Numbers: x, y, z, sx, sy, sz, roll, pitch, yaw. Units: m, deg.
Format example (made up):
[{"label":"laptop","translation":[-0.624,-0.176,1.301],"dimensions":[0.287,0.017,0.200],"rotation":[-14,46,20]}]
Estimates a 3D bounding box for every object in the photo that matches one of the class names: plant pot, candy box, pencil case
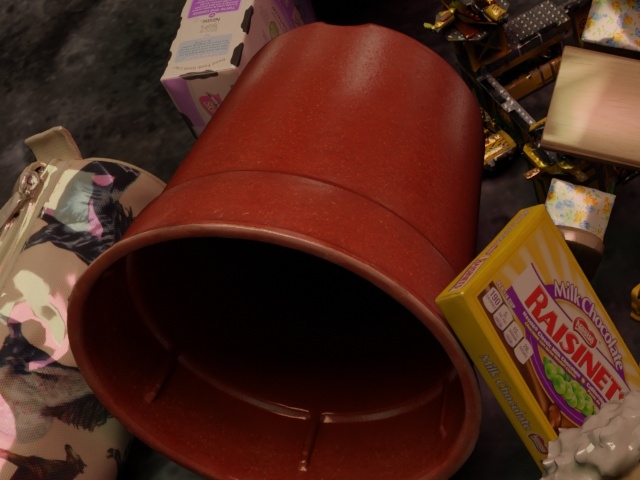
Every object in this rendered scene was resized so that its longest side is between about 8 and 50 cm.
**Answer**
[{"label":"plant pot","translation":[0.000,0.000,0.846],"dimensions":[0.272,0.272,0.265],"rotation":[-2,43,22]},{"label":"candy box","translation":[-0.058,-0.155,1.051],"dimensions":[0.070,0.165,0.196],"rotation":[-6,49,19]},{"label":"candy box","translation":[0.154,0.090,0.721],"dimensions":[0.027,0.206,0.105],"rotation":[-21,16,46]},{"label":"pencil case","translation":[-0.225,0.124,0.870],"dimensions":[0.160,0.183,0.410],"rotation":[-17,42,42]}]

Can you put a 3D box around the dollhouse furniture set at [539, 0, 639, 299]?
[{"label":"dollhouse furniture set","translation":[0.267,-0.073,0.756],"dimensions":[0.242,0.161,0.212],"rotation":[14,76,10]}]

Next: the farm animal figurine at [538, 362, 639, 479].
[{"label":"farm animal figurine","translation":[0.327,0.100,0.637],"dimensions":[0.327,0.330,0.172],"rotation":[-55,7,17]}]

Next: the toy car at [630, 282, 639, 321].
[{"label":"toy car","translation":[0.280,0.033,0.832],"dimensions":[0.122,0.040,0.060],"rotation":[-25,46,1]}]

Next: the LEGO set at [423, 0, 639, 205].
[{"label":"LEGO set","translation":[0.237,-0.193,0.938],"dimensions":[0.331,0.192,0.255],"rotation":[-25,46,2]}]
